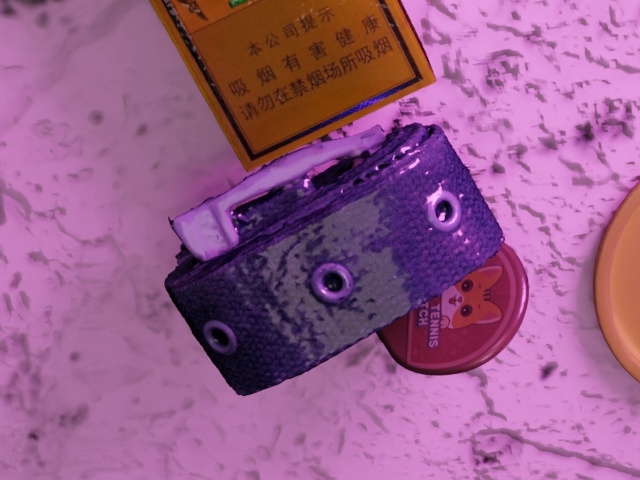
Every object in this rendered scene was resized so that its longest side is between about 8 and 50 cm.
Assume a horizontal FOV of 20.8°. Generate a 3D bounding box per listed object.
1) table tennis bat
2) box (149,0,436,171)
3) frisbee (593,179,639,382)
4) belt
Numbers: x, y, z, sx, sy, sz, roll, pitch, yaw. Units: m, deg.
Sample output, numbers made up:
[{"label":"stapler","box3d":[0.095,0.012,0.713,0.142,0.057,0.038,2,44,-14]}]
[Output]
[{"label":"table tennis bat","box3d":[0.086,0.070,1.247,0.170,0.107,0.119,-11,149,24]},{"label":"box","box3d":[-0.036,-0.171,1.103,0.141,0.064,0.220,-25,117,9]},{"label":"frisbee","box3d":[0.311,0.021,1.247,0.236,0.017,0.236,-1,117,-3]},{"label":"belt","box3d":[0.001,0.000,1.157,0.218,0.122,0.128,-28,101,8]}]
